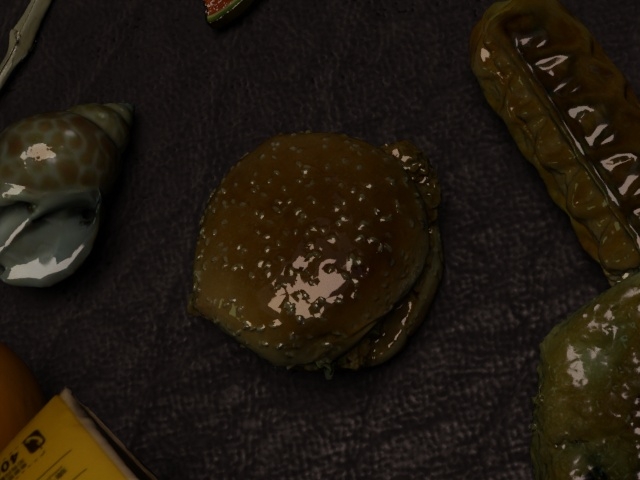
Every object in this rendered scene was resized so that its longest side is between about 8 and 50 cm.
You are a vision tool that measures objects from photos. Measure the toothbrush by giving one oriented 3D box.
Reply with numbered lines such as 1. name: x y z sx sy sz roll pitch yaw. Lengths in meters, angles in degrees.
1. toothbrush: -0.263 -0.208 1.334 0.028 0.026 0.294 21 76 33

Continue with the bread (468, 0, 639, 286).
1. bread: 0.209 -0.087 1.167 0.087 0.098 0.269 -11 61 -38

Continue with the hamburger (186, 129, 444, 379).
1. hamburger: 0.000 0.000 1.158 0.189 0.122 0.215 29 76 21

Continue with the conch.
1. conch: -0.232 -0.045 1.234 0.116 0.106 0.172 8 87 6

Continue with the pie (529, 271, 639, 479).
1. pie: 0.286 0.164 1.022 0.323 0.070 0.323 -5 80 30

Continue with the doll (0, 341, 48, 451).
1. doll: -0.332 0.142 1.140 0.213 0.213 0.236 -43 55 -6

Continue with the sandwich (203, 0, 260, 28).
1. sandwich: -0.074 -0.251 1.309 0.067 0.029 0.135 3 73 18

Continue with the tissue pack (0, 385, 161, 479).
1. tissue pack: -0.201 0.343 0.990 0.382 0.228 0.293 -46 42 -6
